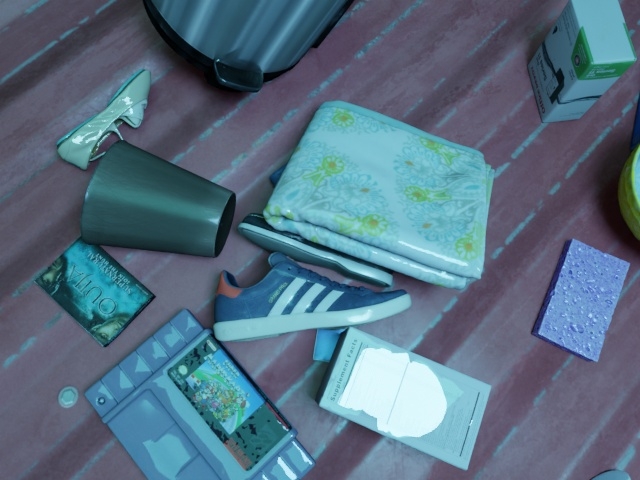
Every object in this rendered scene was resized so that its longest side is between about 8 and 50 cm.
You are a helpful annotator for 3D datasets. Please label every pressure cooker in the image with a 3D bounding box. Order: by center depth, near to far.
[{"bbox_3d":[-0.136,-0.514,0.881,0.375,0.420,0.370,46,55,-10],"label":"pressure cooker"}]

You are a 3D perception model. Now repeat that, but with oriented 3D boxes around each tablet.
[{"bbox_3d":[0.018,0.184,0.880,0.054,0.006,0.083,9,73,1],"label":"tablet"}]

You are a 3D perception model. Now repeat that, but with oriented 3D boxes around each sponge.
[{"bbox_3d":[0.496,0.110,0.901,0.117,0.031,0.210,26,75,6],"label":"sponge"}]

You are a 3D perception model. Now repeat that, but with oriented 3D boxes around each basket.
[{"bbox_3d":[-0.283,-0.057,0.871,0.227,0.154,0.204,16,75,-1],"label":"basket"}]

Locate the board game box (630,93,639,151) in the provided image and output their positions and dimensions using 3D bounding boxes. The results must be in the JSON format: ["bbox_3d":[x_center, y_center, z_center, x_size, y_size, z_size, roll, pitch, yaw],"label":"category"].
[{"bbox_3d":[0.848,-0.289,0.997,0.302,0.086,0.308,20,74,4],"label":"board game box"}]

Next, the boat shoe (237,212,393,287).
[{"bbox_3d":[0.000,0.000,0.884,0.302,0.114,0.091,20,75,-8],"label":"boat shoe"}]

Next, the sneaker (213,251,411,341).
[{"bbox_3d":[-0.020,0.087,0.837,0.350,0.131,0.148,-7,76,-1],"label":"sneaker"}]

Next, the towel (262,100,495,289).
[{"bbox_3d":[0.125,-0.099,0.861,0.374,0.090,0.320,19,49,4],"label":"towel"}]

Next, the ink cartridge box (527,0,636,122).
[{"bbox_3d":[0.508,-0.353,0.944,0.087,0.208,0.153,-6,73,0],"label":"ink cartridge box"}]

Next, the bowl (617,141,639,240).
[{"bbox_3d":[0.684,-0.071,0.894,0.289,0.156,0.289,0,75,-2],"label":"bowl"}]

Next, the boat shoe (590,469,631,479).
[{"bbox_3d":[0.468,0.444,0.800,0.142,0.049,0.040,-31,96,-8],"label":"boat shoe"}]

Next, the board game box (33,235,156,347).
[{"bbox_3d":[-0.420,0.091,0.884,0.186,0.026,0.126,39,76,9],"label":"board game box"}]

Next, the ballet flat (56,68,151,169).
[{"bbox_3d":[-0.414,-0.239,0.961,0.086,0.086,0.248,40,78,9],"label":"ballet flat"}]

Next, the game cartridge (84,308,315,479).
[{"bbox_3d":[-0.203,0.317,0.810,0.230,0.068,0.355,-42,79,-8],"label":"game cartridge"}]

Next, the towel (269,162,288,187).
[{"bbox_3d":[-0.045,-0.097,0.947,0.067,0.029,0.119,-34,78,-11],"label":"towel"}]

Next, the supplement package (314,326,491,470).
[{"bbox_3d":[0.128,0.256,0.792,0.244,0.134,0.139,23,74,3],"label":"supplement package"}]
